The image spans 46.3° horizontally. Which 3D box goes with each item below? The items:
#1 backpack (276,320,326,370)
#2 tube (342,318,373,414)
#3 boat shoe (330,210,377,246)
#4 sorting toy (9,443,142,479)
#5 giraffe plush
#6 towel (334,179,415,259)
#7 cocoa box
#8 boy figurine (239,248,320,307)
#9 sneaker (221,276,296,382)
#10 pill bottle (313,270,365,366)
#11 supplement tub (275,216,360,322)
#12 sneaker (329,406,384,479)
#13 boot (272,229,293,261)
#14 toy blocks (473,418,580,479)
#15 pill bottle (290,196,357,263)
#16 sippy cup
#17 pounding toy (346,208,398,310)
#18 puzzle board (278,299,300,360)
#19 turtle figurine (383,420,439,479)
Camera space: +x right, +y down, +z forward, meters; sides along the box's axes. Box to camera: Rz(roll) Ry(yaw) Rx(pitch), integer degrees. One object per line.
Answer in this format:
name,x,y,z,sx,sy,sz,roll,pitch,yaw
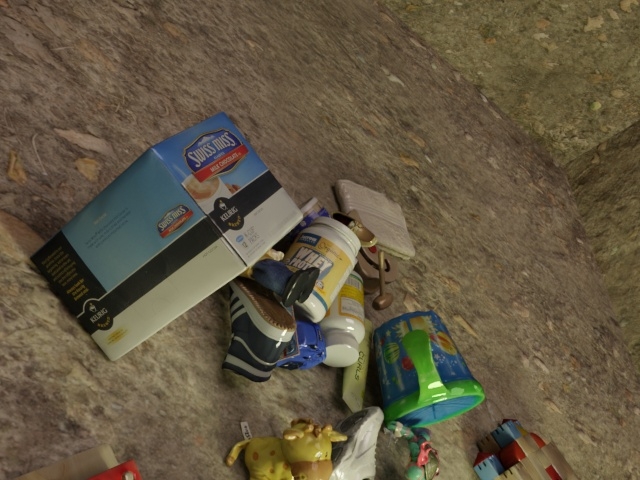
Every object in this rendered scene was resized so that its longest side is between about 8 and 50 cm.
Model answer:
backpack,-0.039,0.218,1.553,0.120,0.101,0.097,23,52,-46
tube,0.082,0.284,1.693,0.070,0.062,0.240,24,43,-11
boat shoe,0.076,-0.028,1.803,0.050,0.135,0.045,-52,150,-19
sorting toy,-0.324,0.421,1.001,0.256,0.089,0.257,-9,70,-55
giraffe plush,-0.041,0.390,1.326,0.181,0.171,0.210,-22,80,-57
towel,0.158,-0.056,2.103,0.282,0.049,0.187,18,48,-44
cocoa box,-0.252,-0.007,1.234,0.228,0.347,0.231,53,31,-5
boy figurine,-0.139,0.028,1.494,0.285,0.092,0.177,33,18,24
sneaker,-0.144,0.166,1.473,0.099,0.153,0.282,17,15,-27
pill bottle,0.041,0.173,1.679,0.118,0.118,0.208,34,38,-31
supplement tub,-0.013,0.062,1.618,0.144,0.144,0.199,43,63,-21
sneaker,0.077,0.439,1.537,0.115,0.090,0.232,57,40,-11
boot,-0.083,0.002,1.676,0.219,0.106,0.082,37,37,-28
toy blocks,0.521,0.583,1.929,0.381,0.191,0.260,0,50,-55
pill bottle,0.000,0.000,1.784,0.186,0.112,0.112,51,32,-8
sippy cup,0.227,0.289,1.709,0.240,0.305,0.224,-1,60,-31
pounding toy,0.134,0.040,1.884,0.154,0.155,0.269,-11,71,-51
puzzle board,-0.095,0.185,1.510,0.011,0.097,0.128,48,26,-53
turtle figurine,0.197,0.475,1.595,0.234,0.118,0.175,11,86,-69
